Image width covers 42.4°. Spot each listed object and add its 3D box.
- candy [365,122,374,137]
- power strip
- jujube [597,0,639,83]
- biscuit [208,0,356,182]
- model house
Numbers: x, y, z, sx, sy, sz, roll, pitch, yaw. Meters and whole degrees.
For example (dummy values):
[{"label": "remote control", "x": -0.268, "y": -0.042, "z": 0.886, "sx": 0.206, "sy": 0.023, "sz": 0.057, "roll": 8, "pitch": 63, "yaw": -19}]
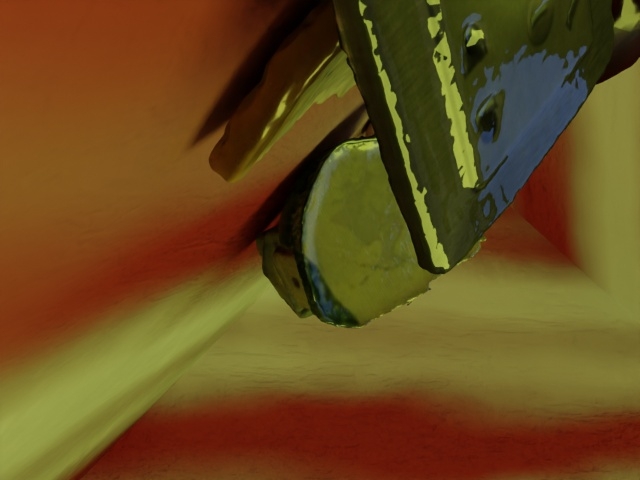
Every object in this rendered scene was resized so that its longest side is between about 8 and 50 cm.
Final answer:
[{"label": "candy", "x": 0.189, "y": -0.249, "z": 1.460, "sx": 0.255, "sy": 0.094, "sz": 0.255, "roll": -47, "pitch": 178, "yaw": -2}, {"label": "power strip", "x": 0.087, "y": -0.151, "z": 0.486, "sx": 0.257, "sy": 0.092, "sz": 0.251, "roll": -47, "pitch": 141, "yaw": -28}, {"label": "jujube", "x": 0.235, "y": -0.266, "z": 0.698, "sx": 0.223, "sy": 0.223, "sz": 0.318, "roll": -46, "pitch": 174, "yaw": -27}, {"label": "biscuit", "x": 0.036, "y": -0.168, "z": 0.629, "sx": 0.204, "sy": 0.040, "sz": 0.309, "roll": -49, "pitch": 178, "yaw": 39}, {"label": "model house", "x": 0.040, "y": -0.035, "z": 1.273, "sx": 0.321, "sy": 0.261, "sz": 0.266, "roll": -28, "pitch": -165, "yaw": -26}]
